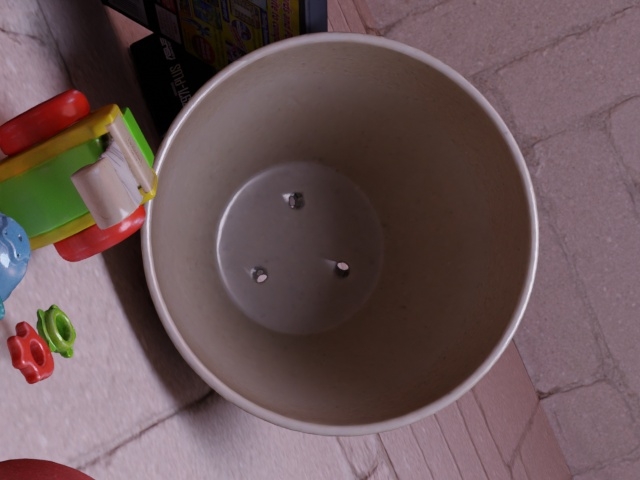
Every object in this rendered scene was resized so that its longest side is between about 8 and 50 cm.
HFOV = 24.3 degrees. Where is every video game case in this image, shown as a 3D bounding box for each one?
[{"bbox_3d":[-0.105,-0.230,1.314,0.248,0.035,0.275,31,-17,11],"label":"video game case"}]

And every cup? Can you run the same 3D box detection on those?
[{"bbox_3d":[0.000,0.000,1.320,0.331,0.331,0.237,66,-10,-1],"label":"cup"}]

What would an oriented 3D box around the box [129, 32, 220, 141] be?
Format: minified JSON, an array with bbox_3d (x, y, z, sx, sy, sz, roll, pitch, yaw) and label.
[{"bbox_3d":[-0.107,-0.131,1.532,0.147,0.077,0.180,70,14,13],"label":"box"}]

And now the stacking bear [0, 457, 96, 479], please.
[{"bbox_3d":[-0.183,0.186,0.567,0.289,0.175,0.164,-6,74,-68],"label":"stacking bear"}]

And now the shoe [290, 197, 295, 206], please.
[{"bbox_3d":[-0.026,-0.127,1.489,0.178,0.081,0.063,65,14,-9],"label":"shoe"}]

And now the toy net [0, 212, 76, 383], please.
[{"bbox_3d":[-0.221,0.043,0.886,0.122,0.045,0.232,67,15,-2],"label":"toy net"}]

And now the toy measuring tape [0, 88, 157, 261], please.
[{"bbox_3d":[-0.172,-0.033,0.983,0.121,0.121,0.330,63,0,-12],"label":"toy measuring tape"}]
